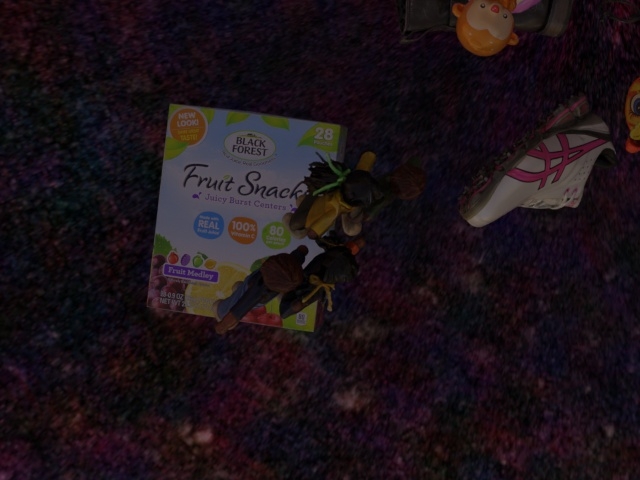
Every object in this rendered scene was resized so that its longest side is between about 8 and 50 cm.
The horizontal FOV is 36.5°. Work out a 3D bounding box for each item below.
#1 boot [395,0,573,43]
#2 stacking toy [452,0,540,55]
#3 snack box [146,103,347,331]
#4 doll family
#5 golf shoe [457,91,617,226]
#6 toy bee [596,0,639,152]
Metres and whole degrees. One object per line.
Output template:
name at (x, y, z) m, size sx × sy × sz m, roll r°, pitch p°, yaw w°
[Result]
boot at (0.197, -0.369, 1.204) m, size 0.229 × 0.091 × 0.263 m, roll 3°, pitch 84°, yaw -9°
stacking toy at (0.180, -0.286, 0.951) m, size 0.175 × 0.301 × 0.166 m, roll 27°, pitch 142°, yaw -8°
snack box at (-0.073, -0.025, 0.976) m, size 0.175 × 0.070 × 0.207 m, roll 7°, pitch 94°, yaw 7°
doll family at (0.000, 0.000, 0.664) m, size 0.076 × 0.193 × 0.111 m, roll 38°, pitch 156°, yaw -14°
golf shoe at (0.203, -0.059, 0.876) m, size 0.086 × 0.186 × 0.067 m, roll 53°, pitch 153°, yaw 0°
toy bee at (0.454, -0.166, 1.210) m, size 0.195 × 0.298 × 0.162 m, roll 1°, pitch 125°, yaw -8°
